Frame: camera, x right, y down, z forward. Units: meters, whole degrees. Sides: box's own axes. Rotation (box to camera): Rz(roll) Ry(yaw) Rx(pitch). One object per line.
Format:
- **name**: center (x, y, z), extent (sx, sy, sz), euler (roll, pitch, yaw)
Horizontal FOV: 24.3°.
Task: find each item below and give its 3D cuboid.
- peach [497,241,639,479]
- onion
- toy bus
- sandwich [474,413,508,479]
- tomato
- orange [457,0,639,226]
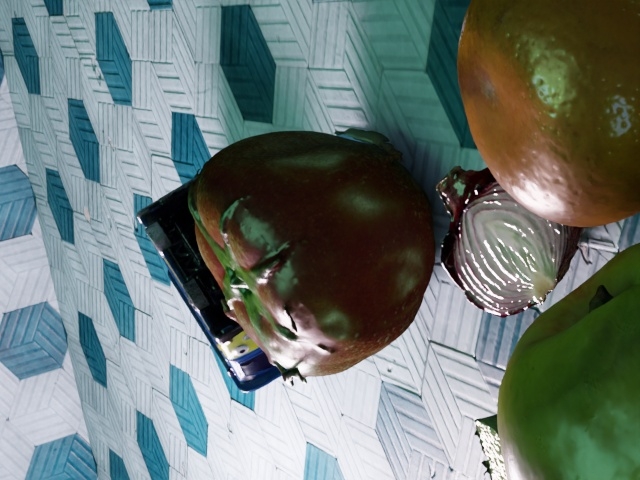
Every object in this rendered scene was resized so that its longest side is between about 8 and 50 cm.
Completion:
- **peach**: center (0.288, 0.161, 1.119), extent (0.314, 0.281, 0.316), euler (-12, 103, 61)
- **onion**: center (0.191, -0.026, 1.434), extent (0.151, 0.098, 0.206), euler (43, 144, 7)
- **toy bus**: center (-0.133, 0.056, 2.126), extent (0.288, 0.138, 0.175), euler (54, 171, 40)
- **sandwich**: center (0.265, 0.302, 1.547), extent (0.212, 0.063, 0.245), euler (-5, 100, 63)
- **tomato**: center (0.000, 0.000, 1.721), extent (0.303, 0.239, 0.303), euler (50, 158, 29)
- **orange**: center (0.216, -0.131, 1.225), extent (0.240, 0.171, 0.240), euler (51, 152, 41)
